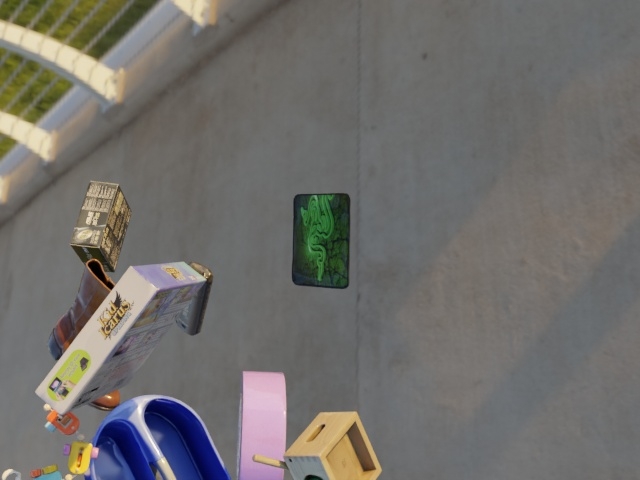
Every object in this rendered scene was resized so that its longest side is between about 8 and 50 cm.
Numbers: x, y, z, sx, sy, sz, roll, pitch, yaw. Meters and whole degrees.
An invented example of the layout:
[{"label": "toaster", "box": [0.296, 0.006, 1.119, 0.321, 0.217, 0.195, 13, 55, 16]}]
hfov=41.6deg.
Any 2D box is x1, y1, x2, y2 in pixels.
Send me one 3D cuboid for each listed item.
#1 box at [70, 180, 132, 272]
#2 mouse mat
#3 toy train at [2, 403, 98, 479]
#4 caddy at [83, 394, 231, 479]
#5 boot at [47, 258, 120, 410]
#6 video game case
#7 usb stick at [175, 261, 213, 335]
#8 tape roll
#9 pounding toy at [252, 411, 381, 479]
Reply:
[{"label": "box", "box": [-0.545, -0.033, 2.102, 0.147, 0.077, 0.180, 86, -168, -64]}, {"label": "mouse mat", "box": [0.000, 0.000, 1.688, 0.152, 0.007, 0.190, 1, 89, 41]}, {"label": "toy train", "box": [-0.451, 0.362, 1.426, 0.166, 0.125, 0.046, -55, 3, -22]}, {"label": "caddy", "box": [-0.313, 0.471, 1.640, 0.341, 0.241, 0.179, 63, 149, 3]}, {"label": "boot", "box": [-0.508, 0.226, 1.969, 0.264, 0.096, 0.280, 51, 122, 26]}, {"label": "video game case", "box": [-0.312, 0.147, 1.366, 0.061, 0.269, 0.244, 39, 95, 6]}, {"label": "usb stick", "box": [-0.317, 0.149, 2.099, 0.045, 0.077, 0.278, -54, -9, -38]}, {"label": "tape roll", "box": [-0.128, 0.414, 1.766, 0.275, 0.090, 0.275, -178, 90, -84]}, {"label": "pounding toy", "box": [-0.003, 0.332, 1.247, 0.100, 0.141, 0.130, -11, 108, 38]}]
